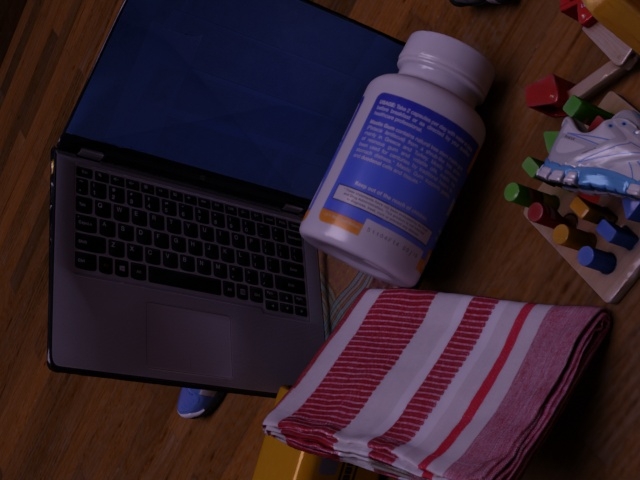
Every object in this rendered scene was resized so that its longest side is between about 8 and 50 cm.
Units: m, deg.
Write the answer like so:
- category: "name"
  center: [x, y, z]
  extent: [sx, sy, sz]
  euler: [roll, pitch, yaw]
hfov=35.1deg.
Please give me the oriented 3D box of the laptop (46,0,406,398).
- category: "laptop"
  center: [-0.084, -0.053, 1.157]
  extent: [0.236, 0.382, 0.408]
  euler: [-28, 58, 44]

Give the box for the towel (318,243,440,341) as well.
- category: "towel"
  center: [0.000, 0.000, 1.376]
  extent: [0.271, 0.040, 0.370]
  euler: [-58, 40, 23]

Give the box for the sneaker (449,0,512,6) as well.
- category: "sneaker"
  center: [0.188, -0.388, 1.230]
  extent: [0.106, 0.078, 0.234]
  euler: [-8, 74, 49]

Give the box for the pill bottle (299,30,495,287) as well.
- category: "pill bottle"
  center: [0.098, -0.096, 1.168]
  extent: [0.152, 0.152, 0.272]
  euler: [18, 80, 54]

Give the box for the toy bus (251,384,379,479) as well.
- category: "toy bus"
  center: [-0.024, 0.350, 1.206]
  extent: [0.108, 0.130, 0.332]
  euler: [20, 94, 54]

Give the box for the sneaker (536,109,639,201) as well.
- category: "sneaker"
  center: [0.288, -0.075, 0.911]
  extent: [0.191, 0.071, 0.083]
  euler: [17, 92, 39]

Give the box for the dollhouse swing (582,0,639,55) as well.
- category: "dollhouse swing"
  center: [0.391, -0.215, 0.744]
  extent: [0.347, 0.315, 0.305]
  euler: [-42, 27, 36]

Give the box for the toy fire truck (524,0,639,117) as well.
- category: "toy fire truck"
  center: [0.299, -0.218, 1.049]
  extent: [0.192, 0.047, 0.135]
  euler: [-20, 63, 47]

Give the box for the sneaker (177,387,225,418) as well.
- category: "sneaker"
  center: [-0.170, 0.176, 1.503]
  extent: [0.211, 0.081, 0.080]
  euler: [-61, 40, 20]

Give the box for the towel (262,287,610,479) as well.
- category: "towel"
  center: [0.109, 0.140, 1.055]
  extent: [0.329, 0.037, 0.237]
  euler: [4, 45, 46]

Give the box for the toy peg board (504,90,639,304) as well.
- category: "toy peg board"
  center: [0.271, -0.051, 1.002]
  extent: [0.161, 0.079, 0.160]
  euler: [-58, 39, 23]
